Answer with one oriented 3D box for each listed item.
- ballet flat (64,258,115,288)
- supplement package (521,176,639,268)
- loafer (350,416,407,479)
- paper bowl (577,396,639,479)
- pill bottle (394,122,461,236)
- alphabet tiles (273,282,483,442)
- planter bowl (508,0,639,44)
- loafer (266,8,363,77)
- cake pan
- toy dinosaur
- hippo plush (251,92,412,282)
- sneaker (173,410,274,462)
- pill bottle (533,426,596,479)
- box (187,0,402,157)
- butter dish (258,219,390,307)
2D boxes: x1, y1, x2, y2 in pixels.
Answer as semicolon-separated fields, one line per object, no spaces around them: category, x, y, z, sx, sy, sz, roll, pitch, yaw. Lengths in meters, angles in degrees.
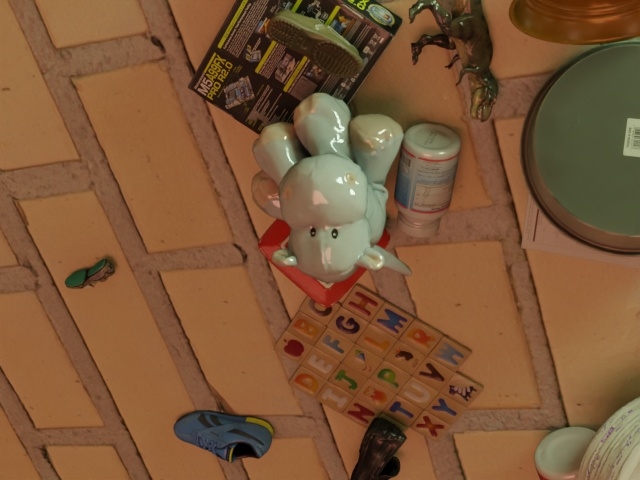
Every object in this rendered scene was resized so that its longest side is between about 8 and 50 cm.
ballet flat;-0.412;0.068;2.029;0.114;0.041;0.041;-23;114;33
supplement package;0.417;-0.056;1.574;0.244;0.134;0.139;11;127;13
loafer;0.105;0.414;2.058;0.078;0.076;0.223;25;134;14
paper bowl;0.532;0.374;1.786;0.284;0.148;0.284;-7;107;-23
pill bottle;0.156;-0.087;1.677;0.087;0.087;0.160;14;128;10
alphabet tiles;0.098;0.223;1.973;0.343;0.011;0.285;31;129;-3
planter bowl;0.344;-0.328;1.406;0.217;0.090;0.217;1;165;0
loafer;-0.004;-0.276;1.548;0.148;0.050;0.056;29;134;-22
cake pan;0.406;-0.126;1.463;0.293;0.054;0.293;-2;82;11
toy dinosaur;0.181;-0.290;1.539;0.118;0.064;0.268;-5;123;6
hippo plush;-0.010;-0.040;1.574;0.234;0.236;0.294;3;115;14
sneaker;-0.195;0.378;2.148;0.209;0.082;0.069;2;127;21
pill bottle;0.451;0.438;1.927;0.124;0.124;0.221;-9;120;25
box;-0.041;-0.269;1.635;0.216;0.060;0.270;33;128;-4
butter dish;0.000;0.000;1.786;0.160;0.118;0.160;42;86;-9
